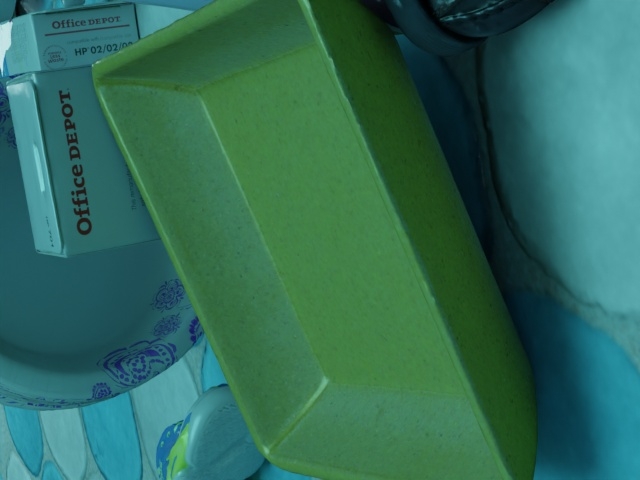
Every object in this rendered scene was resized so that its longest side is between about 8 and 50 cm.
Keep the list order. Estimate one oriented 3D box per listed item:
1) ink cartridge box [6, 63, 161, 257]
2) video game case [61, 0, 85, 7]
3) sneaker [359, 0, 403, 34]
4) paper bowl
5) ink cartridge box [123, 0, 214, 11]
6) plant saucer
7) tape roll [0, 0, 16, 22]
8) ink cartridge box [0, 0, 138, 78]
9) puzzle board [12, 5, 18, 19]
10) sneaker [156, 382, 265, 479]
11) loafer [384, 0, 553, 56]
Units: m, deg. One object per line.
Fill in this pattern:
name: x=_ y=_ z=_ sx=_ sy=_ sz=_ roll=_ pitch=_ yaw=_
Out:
ink cartridge box: x=-0.134 y=-0.072 z=1.025 sx=0.082 sy=0.190 sz=0.140 roll=6 pitch=106 yaw=62
video game case: x=-0.280 y=-0.377 z=1.311 sx=0.206 sy=0.026 sz=0.227 roll=-124 pitch=26 yaw=-50
sneaker: x=0.032 y=-0.205 z=0.782 sx=0.186 sy=0.069 sz=0.084 roll=61 pitch=154 yaw=28
paper bowl: x=-0.232 y=0.006 z=1.148 sx=0.148 sy=0.284 sz=0.284 roll=-33 pitch=72 yaw=63
ink cartridge box: x=-0.110 y=-0.313 z=0.902 sx=0.185 sy=0.065 sz=0.311 roll=14 pitch=123 yaw=32
plant saucer: x=0.000 y=0.000 z=0.855 sx=0.333 sy=0.081 sz=0.333 roll=-6 pitch=111 yaw=61
tape roll: x=-0.447 y=-0.367 z=1.505 sx=0.246 sy=0.169 sz=0.246 roll=177 pitch=90 yaw=-67
ink cartridge box: x=-0.244 y=-0.195 z=1.284 sx=0.181 sy=0.104 sz=0.062 roll=8 pitch=108 yaw=62
puzzle board: x=-0.395 y=-0.290 z=1.644 sx=0.096 sy=0.011 sz=0.128 roll=34 pitch=130 yaw=55
sneaker: x=-0.117 y=0.194 z=1.217 sx=0.126 sy=0.091 sz=0.240 roll=54 pitch=146 yaw=39
loafer: x=0.058 y=-0.255 z=0.702 sx=0.095 sy=0.109 sz=0.303 roll=-15 pitch=94 yaw=44
